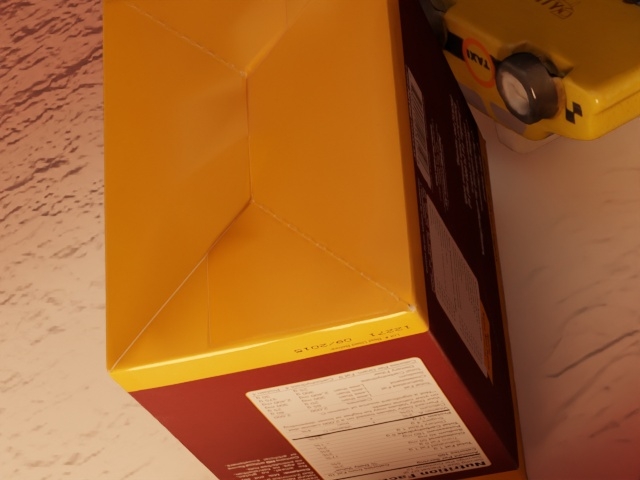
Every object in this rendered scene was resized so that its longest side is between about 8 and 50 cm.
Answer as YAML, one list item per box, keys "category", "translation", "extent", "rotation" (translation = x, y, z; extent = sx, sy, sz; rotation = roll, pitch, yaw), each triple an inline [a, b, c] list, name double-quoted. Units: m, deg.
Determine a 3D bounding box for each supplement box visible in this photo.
- category: "supplement box"
  translation: [0.000, 0.000, 0.877]
  extent: [0.129, 0.194, 0.191]
  rotation: [-12, 60, 14]

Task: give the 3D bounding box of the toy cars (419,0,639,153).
- category: "toy cars"
  translation: [0.213, -0.092, 0.970]
  extent: [0.394, 0.087, 0.176]
  rotation: [1, 39, 19]
